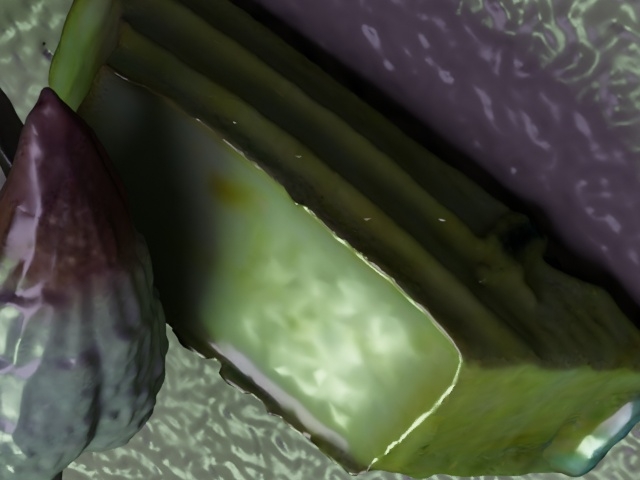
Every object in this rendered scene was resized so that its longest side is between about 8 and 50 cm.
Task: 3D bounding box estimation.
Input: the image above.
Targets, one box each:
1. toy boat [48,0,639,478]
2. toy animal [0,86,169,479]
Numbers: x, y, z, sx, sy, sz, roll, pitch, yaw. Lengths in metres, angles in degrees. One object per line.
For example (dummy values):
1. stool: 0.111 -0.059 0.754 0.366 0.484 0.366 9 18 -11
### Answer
1. toy boat: -0.002 0.004 0.705 0.276 0.084 0.111 38 135 5
2. toy animal: -0.112 0.052 0.707 0.195 0.090 0.324 -4 109 55
